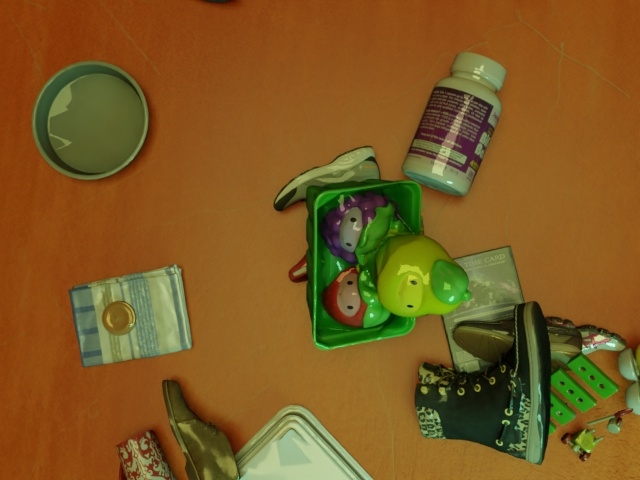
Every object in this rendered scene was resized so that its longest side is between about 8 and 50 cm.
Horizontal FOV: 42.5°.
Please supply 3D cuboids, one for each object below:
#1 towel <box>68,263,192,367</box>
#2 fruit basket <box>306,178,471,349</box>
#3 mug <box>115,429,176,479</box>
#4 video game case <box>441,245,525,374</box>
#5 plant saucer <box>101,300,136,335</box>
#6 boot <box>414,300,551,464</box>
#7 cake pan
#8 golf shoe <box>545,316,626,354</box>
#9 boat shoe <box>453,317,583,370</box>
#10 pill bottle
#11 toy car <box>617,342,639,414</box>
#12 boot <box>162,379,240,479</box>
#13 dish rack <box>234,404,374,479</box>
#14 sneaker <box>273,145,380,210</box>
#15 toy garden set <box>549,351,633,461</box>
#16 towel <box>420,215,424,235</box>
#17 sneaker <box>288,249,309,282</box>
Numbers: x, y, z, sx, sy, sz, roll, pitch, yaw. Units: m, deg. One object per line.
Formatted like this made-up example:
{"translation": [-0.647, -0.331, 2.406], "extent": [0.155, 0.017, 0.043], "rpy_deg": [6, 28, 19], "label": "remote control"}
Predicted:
{"translation": [-0.458, 0.185, 1.994], "extent": [0.284, 0.034, 0.209], "rpy_deg": [-11, 87, 6], "label": "towel"}
{"translation": [0.125, 0.062, 1.737], "extent": [0.282, 0.392, 0.392], "rpy_deg": [-8, 85, -20], "label": "fruit basket"}
{"translation": [-0.423, 0.548, 1.929], "extent": [0.150, 0.113, 0.169], "rpy_deg": [-25, 81, 1], "label": "mug"}
{"translation": [0.381, 0.167, 1.923], "extent": [0.196, 0.026, 0.274], "rpy_deg": [-13, 84, 4], "label": "video game case"}
{"translation": [-0.485, 0.187, 1.973], "extent": [0.083, 0.013, 0.084], "rpy_deg": [0, 89, 7], "label": "plant saucer"}
{"translation": [0.352, 0.303, 1.793], "extent": [0.284, 0.138, 0.378], "rpy_deg": [3, 116, 24], "label": "boot"}
{"translation": [-0.559, -0.292, 2.023], "extent": [0.293, 0.054, 0.293], "rpy_deg": [0, 86, 5], "label": "cake pan"}
{"translation": [0.600, 0.231, 1.881], "extent": [0.186, 0.067, 0.086], "rpy_deg": [12, 93, 16], "label": "golf shoe"}
{"translation": [0.447, 0.222, 1.856], "extent": [0.285, 0.103, 0.092], "rpy_deg": [7, 49, 22], "label": "boat shoe"}
{"translation": [0.314, -0.267, 1.886], "extent": [0.169, 0.169, 0.302], "rpy_deg": [22, 89, 6], "label": "pill bottle"}
{"translation": [0.758, 0.303, 1.828], "extent": [0.159, 0.136, 0.182], "rpy_deg": [-14, 80, 27], "label": "toy car"}
{"translation": [-0.281, 0.452, 1.916], "extent": [0.115, 0.112, 0.305], "rpy_deg": [-25, 71, -6], "label": "boot"}
{"translation": [-0.048, 0.585, 1.913], "extent": [0.285, 0.072, 0.333], "rpy_deg": [-45, 85, 0], "label": "dish rack"}
{"translation": [0.015, -0.127, 1.941], "extent": [0.271, 0.100, 0.108], "rpy_deg": [-24, 90, 3], "label": "sneaker"}
{"translation": [0.574, 0.369, 1.821], "extent": [0.204, 0.049, 0.244], "rpy_deg": [43, 133, 4], "label": "toy garden set"}
{"translation": [0.218, 0.058, 1.910], "extent": [0.021, 0.102, 0.237], "rpy_deg": [-6, 85, 31], "label": "towel"}
{"translation": [0.000, 0.000, 1.950], "extent": [0.221, 0.087, 0.128], "rpy_deg": [-30, 75, -10], "label": "sneaker"}
